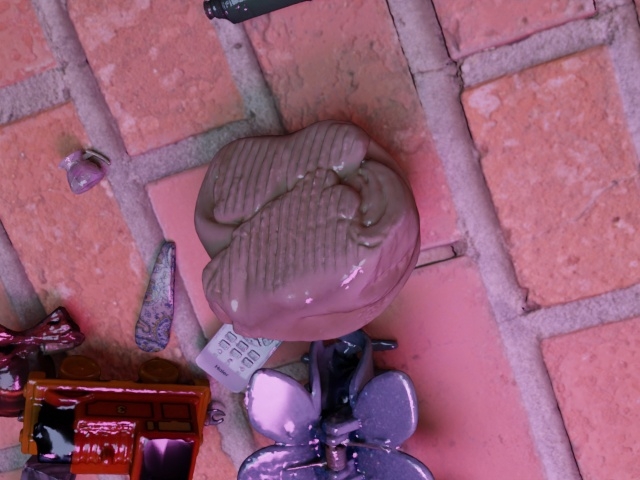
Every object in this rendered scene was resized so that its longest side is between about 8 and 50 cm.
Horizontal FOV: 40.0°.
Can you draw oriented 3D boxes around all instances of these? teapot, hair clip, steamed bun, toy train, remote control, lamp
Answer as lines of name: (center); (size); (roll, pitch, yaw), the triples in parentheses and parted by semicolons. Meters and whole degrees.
teapot: (-0.412, -0.126, 1.537); (0.083, 0.064, 0.064); (-38, 91, -13)
hair clip: (-0.295, 0.110, 1.601); (0.066, 0.036, 0.229); (14, 111, -1)
steamed bun: (0.000, 0.000, 1.380); (0.368, 0.342, 0.255); (-11, 151, 31)
toy train: (-0.346, 0.329, 1.564); (0.369, 0.231, 0.163); (5, 110, -17)
hair clip: (0.036, 0.318, 1.502); (0.392, 0.238, 0.318); (-2, 107, 11)
remote control: (-0.103, 0.142, 1.570); (0.103, 0.051, 0.293); (39, 107, -4)
lamp: (-0.548, 0.240, 1.628); (0.151, 0.215, 0.223); (64, 146, 19)

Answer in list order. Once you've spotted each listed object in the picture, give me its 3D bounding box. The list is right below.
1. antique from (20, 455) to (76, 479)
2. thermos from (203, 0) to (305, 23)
antique: (-0.553, 0.511, 1.757); (0.086, 0.088, 0.183); (22, 112, 3)
thermos: (-0.095, -0.393, 1.375); (0.188, 0.073, 0.083); (-14, 107, 15)
